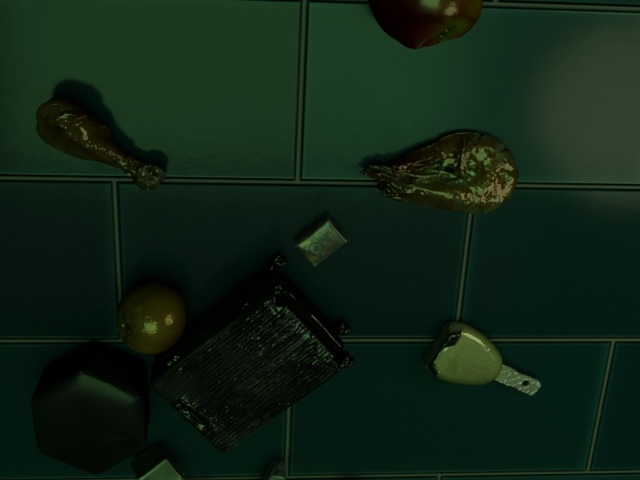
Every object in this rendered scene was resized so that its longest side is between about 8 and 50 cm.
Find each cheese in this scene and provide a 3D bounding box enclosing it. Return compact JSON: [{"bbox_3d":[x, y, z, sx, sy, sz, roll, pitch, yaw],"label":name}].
[{"bbox_3d":[0.338,0.257,1.836,0.251,0.054,0.127,25,108,-16],"label":"cheese"}]

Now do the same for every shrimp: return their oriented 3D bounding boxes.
[{"bbox_3d":[0.218,-0.125,1.661,0.294,0.062,0.154,0,101,-8],"label":"shrimp"}]

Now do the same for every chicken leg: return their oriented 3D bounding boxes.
[{"bbox_3d":[-0.379,-0.160,1.568,0.251,0.107,0.087,33,89,-26],"label":"chicken leg"}]

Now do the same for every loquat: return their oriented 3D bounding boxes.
[{"bbox_3d":[-0.315,0.145,1.681,0.141,0.141,0.141,-2,113,-4],"label":"loquat"}]

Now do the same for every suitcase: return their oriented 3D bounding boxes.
[{"bbox_3d":[-0.133,0.220,1.727,0.335,0.152,0.230,-37,110,13],"label":"suitcase"}]

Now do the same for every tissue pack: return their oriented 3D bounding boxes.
[{"bbox_3d":[0.000,0.000,1.703,0.083,0.035,0.063,-38,111,11],"label":"tissue pack"}]

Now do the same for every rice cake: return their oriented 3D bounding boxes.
[{"bbox_3d":[-0.125,0.565,1.908,0.040,0.085,0.226,20,109,-9],"label":"rice cake"}]

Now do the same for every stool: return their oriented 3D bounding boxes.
[{"bbox_3d":[-0.436,0.319,1.742,0.232,0.141,0.232,-2,114,-4],"label":"stool"}]

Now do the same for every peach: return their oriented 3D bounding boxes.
[{"bbox_3d":[0.162,-0.414,1.468,0.197,0.197,0.197,-2,113,-4],"label":"peach"}]

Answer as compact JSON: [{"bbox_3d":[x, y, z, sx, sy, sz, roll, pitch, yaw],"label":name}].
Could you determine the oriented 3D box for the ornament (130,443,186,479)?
[{"bbox_3d":[-0.279,0.544,1.871,0.285,0.130,0.120,44,87,-12],"label":"ornament"}]
